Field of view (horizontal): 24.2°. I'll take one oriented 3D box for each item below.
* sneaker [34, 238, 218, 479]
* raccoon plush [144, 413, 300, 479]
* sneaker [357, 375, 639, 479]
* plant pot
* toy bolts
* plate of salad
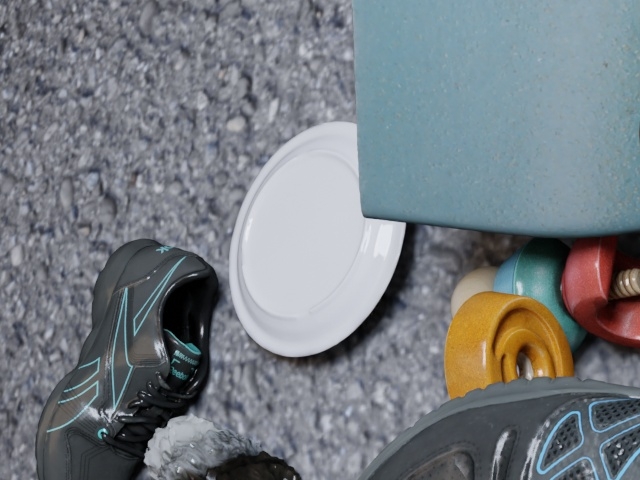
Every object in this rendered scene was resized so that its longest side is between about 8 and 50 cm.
[{"bbox_3d":[-0.164,0.126,1.284,0.106,0.101,0.267,7,77,40],"label":"sneaker"},{"bbox_3d":[-0.098,0.267,1.029,0.446,0.299,0.216,29,92,44],"label":"raccoon plush"},{"bbox_3d":[0.150,0.140,0.790,0.341,0.125,0.139,-22,14,23],"label":"sneaker"},{"bbox_3d":[0.185,-0.146,0.962,0.252,0.248,0.247,15,42,23],"label":"plant pot"},{"bbox_3d":[0.123,0.085,1.002,0.158,0.218,0.228,-14,46,43],"label":"toy bolts"},{"bbox_3d":[0.000,0.000,1.229,0.200,0.048,0.199,-18,63,39],"label":"plate of salad"}]
